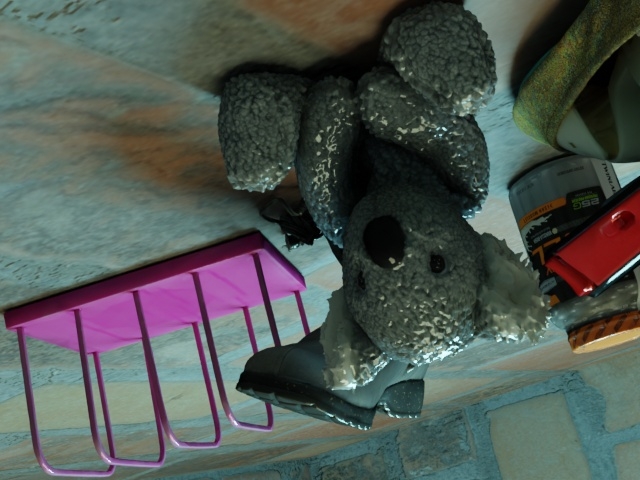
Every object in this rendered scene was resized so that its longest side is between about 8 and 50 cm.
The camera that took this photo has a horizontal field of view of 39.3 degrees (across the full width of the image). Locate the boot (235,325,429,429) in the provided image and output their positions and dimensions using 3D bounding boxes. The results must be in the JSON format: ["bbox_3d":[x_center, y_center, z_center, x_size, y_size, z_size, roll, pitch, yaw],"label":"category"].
[{"bbox_3d":[0.040,0.051,0.844,0.118,0.223,0.338,14,179,20],"label":"boot"}]

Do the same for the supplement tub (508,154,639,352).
[{"bbox_3d":[0.279,0.015,0.944,0.116,0.191,0.117,-14,162,-5],"label":"supplement tub"}]

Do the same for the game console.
[{"bbox_3d":[0.362,-0.112,0.669,0.386,0.060,0.342,-32,164,-23],"label":"game console"}]

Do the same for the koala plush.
[{"bbox_3d":[0.061,-0.013,0.642,0.196,0.221,0.203,-20,162,13],"label":"koala plush"}]

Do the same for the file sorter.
[{"bbox_3d":[-0.156,0.142,0.994,0.290,0.182,0.202,-17,162,7],"label":"file sorter"}]

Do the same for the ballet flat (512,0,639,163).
[{"bbox_3d":[0.224,-0.120,0.627,0.123,0.123,0.348,-11,162,-10],"label":"ballet flat"}]

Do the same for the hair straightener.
[{"bbox_3d":[0.000,0.000,0.912,0.089,0.047,0.230,-20,161,15],"label":"hair straightener"}]
